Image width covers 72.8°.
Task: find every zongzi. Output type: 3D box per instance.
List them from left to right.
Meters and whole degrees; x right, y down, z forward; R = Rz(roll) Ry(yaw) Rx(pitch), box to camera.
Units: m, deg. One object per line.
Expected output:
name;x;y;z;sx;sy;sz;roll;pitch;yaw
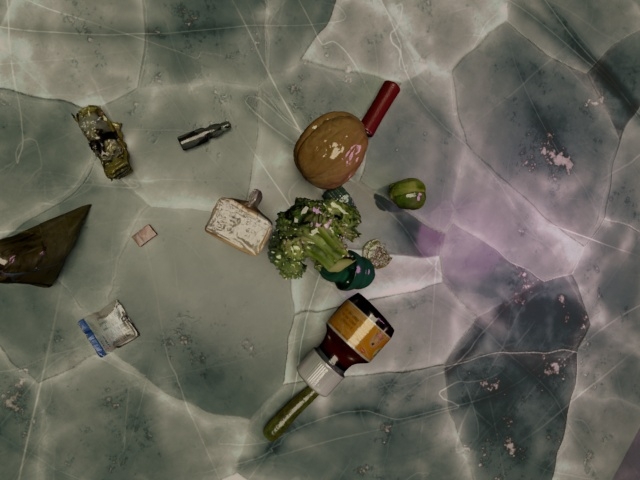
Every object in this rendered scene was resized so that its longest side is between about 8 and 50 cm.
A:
zongzi;-0.981;-0.008;1.521;0.160;0.323;0.360;34;83;1

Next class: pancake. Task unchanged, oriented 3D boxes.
pancake;0.235;0.060;1.836;0.116;0.022;0.129;-27;95;-4

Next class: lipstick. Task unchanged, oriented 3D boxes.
lipstick;0.240;-0.543;1.795;0.080;0.080;0.241;32;87;-8

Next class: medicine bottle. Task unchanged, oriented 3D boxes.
medicine bottle;0.092;0.420;1.726;0.242;0.242;0.395;42;91;-7

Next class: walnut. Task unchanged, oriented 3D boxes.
walnut;0.045;-0.352;1.670;0.313;0.277;0.252;-44;87;-3

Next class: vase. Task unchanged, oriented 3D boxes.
vase;-0.452;-0.419;1.709;0.211;0.060;0.060;-24;94;-6

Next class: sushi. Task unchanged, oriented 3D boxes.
sushi;-0.802;-0.376;1.629;0.139;0.131;0.291;-28;87;-5

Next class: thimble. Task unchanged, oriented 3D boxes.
thimble;0.075;-0.156;1.760;0.090;0.118;0.135;-34;96;-7

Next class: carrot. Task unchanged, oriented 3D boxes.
carrot;-0.091;0.677;1.782;0.358;0.074;0.074;-43;96;-6

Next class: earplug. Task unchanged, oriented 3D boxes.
earplug;0.097;0.088;1.775;0.280;0.257;0.164;22;125;-23

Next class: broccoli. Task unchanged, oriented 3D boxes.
broccoli;-0.023;-0.009;1.577;0.338;0.317;0.277;23;118;-18

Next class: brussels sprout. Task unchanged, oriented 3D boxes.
brussels sprout;0.357;-0.186;1.764;0.145;0.183;0.131;-13;98;13

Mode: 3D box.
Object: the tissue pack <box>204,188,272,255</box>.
tissue pack;-0.274;-0.088;1.617;0.238;0.305;0.238;0;93;-6

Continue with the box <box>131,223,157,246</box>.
box;-0.691;-0.019;1.704;0.082;0.023;0.051;-38;95;-6

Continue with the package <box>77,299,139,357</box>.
package;-0.825;0.345;1.693;0.173;0.027;0.171;-29;98;-6
